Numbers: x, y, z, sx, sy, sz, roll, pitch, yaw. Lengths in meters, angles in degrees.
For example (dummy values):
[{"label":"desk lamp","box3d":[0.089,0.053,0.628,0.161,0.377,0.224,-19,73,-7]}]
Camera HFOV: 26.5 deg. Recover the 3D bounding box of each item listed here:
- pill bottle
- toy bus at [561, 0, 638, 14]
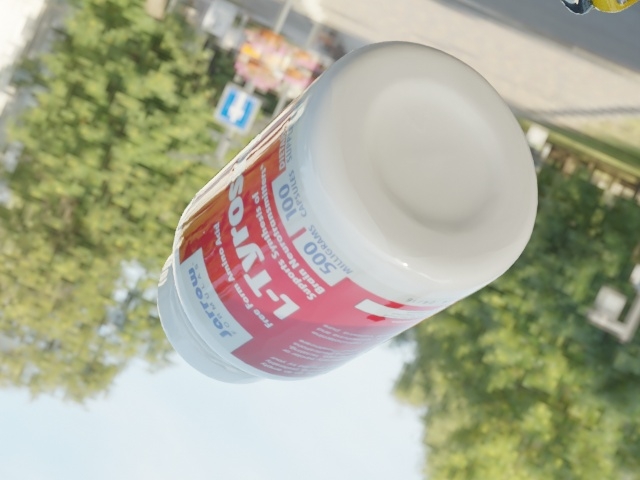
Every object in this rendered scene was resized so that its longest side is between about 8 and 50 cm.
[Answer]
[{"label":"pill bottle","box3d":[0.000,0.000,1.280,0.229,0.229,0.407,22,150,-20]},{"label":"toy bus","box3d":[0.158,-0.282,1.029,0.333,0.108,0.130,47,165,56]}]
